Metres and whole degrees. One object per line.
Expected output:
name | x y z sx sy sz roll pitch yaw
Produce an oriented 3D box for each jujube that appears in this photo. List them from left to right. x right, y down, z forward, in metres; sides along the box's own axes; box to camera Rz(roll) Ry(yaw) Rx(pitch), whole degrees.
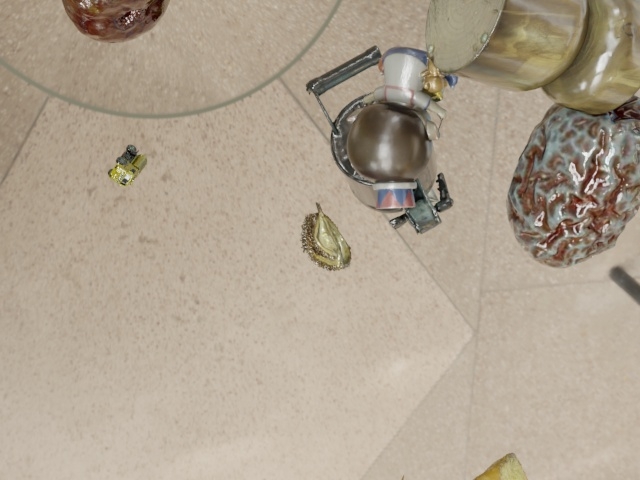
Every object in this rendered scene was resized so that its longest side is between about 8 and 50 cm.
jujube | 0.432 -0.102 1.198 0.226 0.226 0.317 1 139 -14

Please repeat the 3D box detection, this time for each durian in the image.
durian | -0.002 0.000 1.324 0.071 0.140 0.110 -28 160 21

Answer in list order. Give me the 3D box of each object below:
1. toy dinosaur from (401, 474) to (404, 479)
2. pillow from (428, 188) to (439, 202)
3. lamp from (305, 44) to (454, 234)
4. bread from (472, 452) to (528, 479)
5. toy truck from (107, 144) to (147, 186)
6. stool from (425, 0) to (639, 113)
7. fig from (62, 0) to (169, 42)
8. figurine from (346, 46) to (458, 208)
toy dinosaur | 0.140 0.466 1.245 0.041 0.026 0.113 19 88 7
pillow | 0.231 -0.120 1.732 0.136 0.091 0.055 -5 104 -57
lamp | 0.135 -0.189 1.534 0.205 0.272 0.374 -28 91 4
bread | 0.298 0.491 1.165 0.147 0.160 0.260 -29 83 24
toy truck | -0.394 -0.149 1.473 0.054 0.083 0.049 36 127 -14
stool | 0.300 -0.287 0.987 0.264 0.179 0.179 10 113 -25
fig | -0.265 -0.395 0.949 0.146 0.274 0.170 -1 155 -12
figurine | 0.130 -0.185 1.202 0.158 0.161 0.275 31 78 -64
